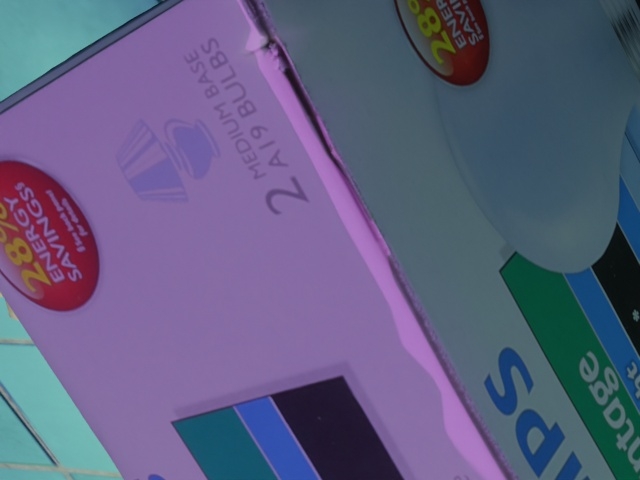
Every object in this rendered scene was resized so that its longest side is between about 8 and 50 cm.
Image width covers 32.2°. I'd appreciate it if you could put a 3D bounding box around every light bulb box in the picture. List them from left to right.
[{"bbox_3d":[0.062,0.001,0.603,0.225,0.361,0.358,-20,106,40],"label":"light bulb box"}]

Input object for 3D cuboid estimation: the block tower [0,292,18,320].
[{"bbox_3d":[-0.142,0.052,1.025,0.335,0.097,0.091,16,138,15],"label":"block tower"}]
